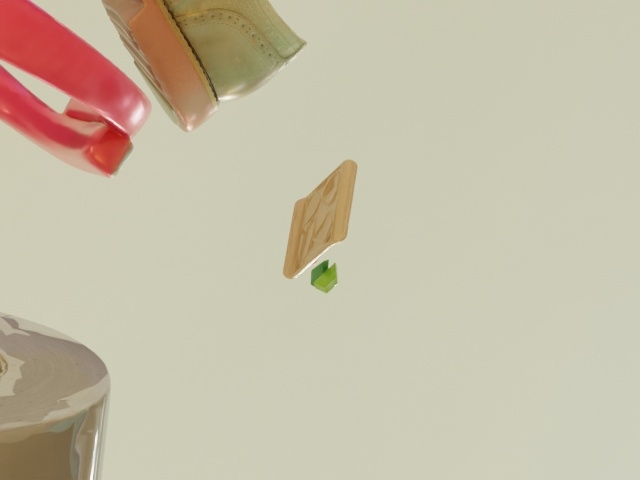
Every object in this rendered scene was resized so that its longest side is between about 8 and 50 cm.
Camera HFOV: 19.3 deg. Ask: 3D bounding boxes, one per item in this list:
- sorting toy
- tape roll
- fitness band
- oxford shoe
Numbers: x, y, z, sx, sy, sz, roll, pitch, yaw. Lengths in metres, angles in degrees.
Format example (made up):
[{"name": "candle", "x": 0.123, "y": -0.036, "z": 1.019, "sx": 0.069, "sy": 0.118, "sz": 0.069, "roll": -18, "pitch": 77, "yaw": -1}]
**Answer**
[{"name": "sorting toy", "x": 0.000, "y": 0.000, "z": 1.087, "sx": 0.012, "sy": 0.062, "sz": 0.083, "roll": 24, "pitch": -125, "yaw": -23}, {"name": "tape roll", "x": -0.212, "y": 0.088, "z": 0.905, "sx": 0.219, "sy": 0.219, "sz": 0.072, "roll": -8, "pitch": -69, "yaw": -53}, {"name": "fitness band", "x": -0.208, "y": -0.122, "z": 1.163, "sx": 0.209, "sy": 0.291, "sz": 0.054, "roll": 38, "pitch": -98, "yaw": -18}, {"name": "oxford shoe", "x": -0.135, "y": -0.284, "z": 1.491, "sx": 0.146, "sy": 0.140, "sz": 0.397, "roll": -29, "pitch": -57, "yaw": -8}]
